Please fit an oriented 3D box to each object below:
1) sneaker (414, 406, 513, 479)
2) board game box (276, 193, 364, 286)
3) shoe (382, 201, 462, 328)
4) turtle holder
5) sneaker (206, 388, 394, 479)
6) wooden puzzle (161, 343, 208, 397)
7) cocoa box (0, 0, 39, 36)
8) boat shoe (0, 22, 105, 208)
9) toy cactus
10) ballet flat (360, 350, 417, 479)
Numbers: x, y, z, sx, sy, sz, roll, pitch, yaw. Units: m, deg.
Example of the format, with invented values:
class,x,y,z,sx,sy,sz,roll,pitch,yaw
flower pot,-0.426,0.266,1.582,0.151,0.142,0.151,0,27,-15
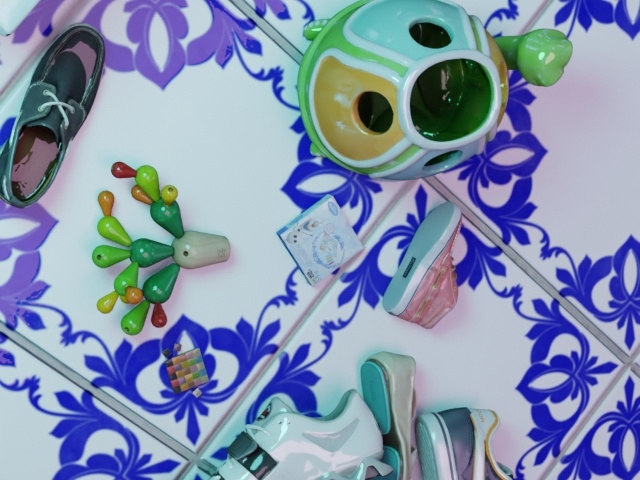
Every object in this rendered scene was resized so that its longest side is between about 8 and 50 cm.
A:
class,x,y,z,sx,sy,sz,roll,pitch,yaw
sneaker,0.222,0.396,1.768,0.127,0.126,0.321,-10,105,-15
board game box,0.000,0.000,1.636,0.090,0.020,0.090,-36,113,-11
shoe,0.162,0.037,1.694,0.081,0.063,0.178,27,96,-28
turtle holder,0.142,-0.183,1.538,0.320,0.227,0.243,12,97,-25
sneaker,-0.078,0.291,1.632,0.330,0.122,0.146,-17,90,-17
wooden puzzle,-0.177,0.171,1.607,0.049,0.006,0.083,-20,109,-18
cocoa box,-0.322,-0.422,1.277,0.228,0.231,0.347,41,85,-25
boat shoe,-0.313,-0.145,1.435,0.084,0.079,0.233,27,89,-25
toy cactus,-0.194,0.011,1.519,0.180,0.112,0.219,-2,95,-33
ballet flat,0.104,0.275,1.719,0.086,0.086,0.248,-4,103,-23
